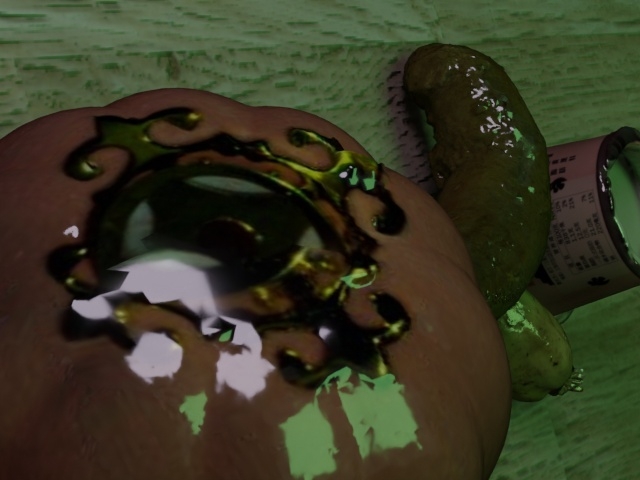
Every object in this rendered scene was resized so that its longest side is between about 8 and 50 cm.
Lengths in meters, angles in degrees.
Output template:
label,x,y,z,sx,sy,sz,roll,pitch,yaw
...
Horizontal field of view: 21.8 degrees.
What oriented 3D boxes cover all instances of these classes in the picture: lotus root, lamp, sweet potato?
label,x,y,z,sx,sy,sz,roll,pitch,yaw
lotus root,0.154,0.080,1.263,0.152,0.063,0.072,39,61,-34
lamp,-0.061,0.074,0.807,0.305,0.240,0.305,9,43,-8
sweet potato,0.114,-0.032,1.208,0.124,0.098,0.310,32,43,-29

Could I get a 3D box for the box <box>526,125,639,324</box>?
label,x,y,z,sx,sy,sz,roll,pitch,yaw
box,0.200,-0.014,1.312,0.151,0.135,0.151,26,56,-46
